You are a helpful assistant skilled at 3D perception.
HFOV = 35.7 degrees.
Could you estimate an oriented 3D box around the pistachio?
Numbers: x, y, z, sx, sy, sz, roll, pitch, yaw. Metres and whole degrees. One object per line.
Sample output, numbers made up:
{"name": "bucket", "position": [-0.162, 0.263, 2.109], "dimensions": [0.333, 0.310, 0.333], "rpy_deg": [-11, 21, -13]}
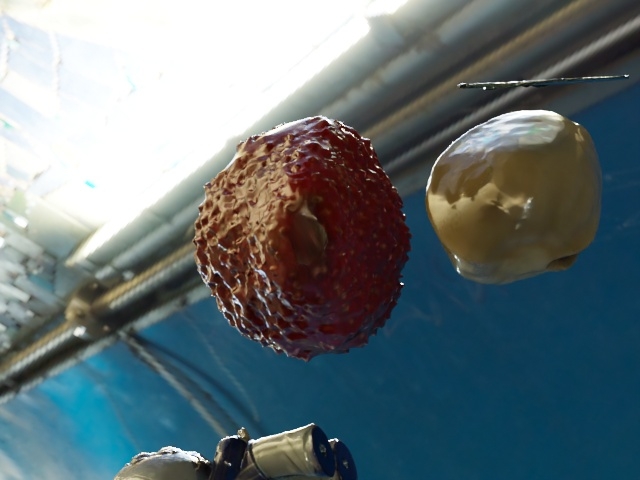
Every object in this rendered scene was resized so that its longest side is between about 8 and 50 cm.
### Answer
{"name": "pistachio", "position": [0.180, -0.043, 0.890], "dimensions": [0.223, 0.152, 0.126], "rpy_deg": [-41, 158, -44]}

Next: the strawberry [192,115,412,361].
{"name": "strawberry", "position": [-0.003, 0.003, 1.054], "dimensions": [0.258, 0.261, 0.261], "rpy_deg": [-1, -124, 52]}

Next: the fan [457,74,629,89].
{"name": "fan", "position": [0.165, -0.122, 0.774], "dimensions": [0.113, 0.175, 0.005], "rpy_deg": [3, -81, 47]}

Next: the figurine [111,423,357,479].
{"name": "figurine", "position": [-0.106, 0.248, 0.975], "dimensions": [0.274, 0.194, 0.133], "rpy_deg": [-43, -135, 36]}
